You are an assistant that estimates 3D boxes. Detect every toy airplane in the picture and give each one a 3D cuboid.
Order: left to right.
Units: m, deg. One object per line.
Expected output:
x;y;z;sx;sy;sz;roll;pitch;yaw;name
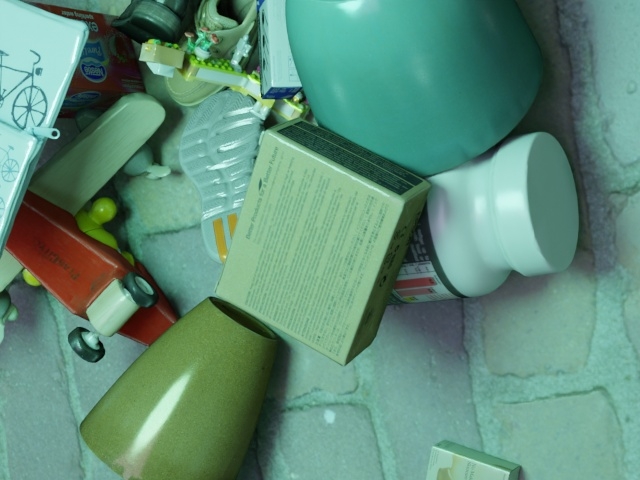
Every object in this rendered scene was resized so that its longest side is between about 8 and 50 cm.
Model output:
-0.408;-0.025;1.944;0.386;0.272;0.384;-2;110;-2;toy airplane

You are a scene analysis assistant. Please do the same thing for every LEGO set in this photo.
-0.092;-0.239;1.792;0.287;0.132;0.107;25;114;-11;LEGO set

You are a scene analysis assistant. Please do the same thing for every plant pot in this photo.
-0.175;0.216;1.884;0.237;0.237;0.254;33;95;23;plant pot
0.092;-0.257;1.572;0.293;0.235;0.293;-15;45;16;plant pot

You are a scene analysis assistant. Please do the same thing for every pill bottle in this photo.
0.123;-0.025;1.673;0.363;0.210;0.210;-7;92;30;pill bottle

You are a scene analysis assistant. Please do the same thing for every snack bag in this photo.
-0.473;-0.178;1.764;0.323;0.037;0.342;25;93;31;snack bag

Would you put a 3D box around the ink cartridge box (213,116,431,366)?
0.000;0.000;1.572;0.193;0.088;0.235;29;120;18;ink cartridge box

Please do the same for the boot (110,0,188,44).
-0.192;-0.382;1.870;0.091;0.263;0.229;30;82;-18;boot

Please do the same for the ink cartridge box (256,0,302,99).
-0.054;-0.291;1.702;0.046;0.097;0.207;-2;87;-11;ink cartridge box

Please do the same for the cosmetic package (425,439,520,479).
0.202;0.312;1.762;0.115;0.041;0.060;14;102;28;cosmetic package

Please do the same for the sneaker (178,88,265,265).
-0.107;-0.051;1.855;0.124;0.180;0.321;-14;54;12;sneaker

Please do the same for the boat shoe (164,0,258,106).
-0.135;-0.310;1.853;0.302;0.098;0.109;-46;73;25;boat shoe

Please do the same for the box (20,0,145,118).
-0.381;-0.254;1.907;0.122;0.257;0.128;-19;84;26;box
